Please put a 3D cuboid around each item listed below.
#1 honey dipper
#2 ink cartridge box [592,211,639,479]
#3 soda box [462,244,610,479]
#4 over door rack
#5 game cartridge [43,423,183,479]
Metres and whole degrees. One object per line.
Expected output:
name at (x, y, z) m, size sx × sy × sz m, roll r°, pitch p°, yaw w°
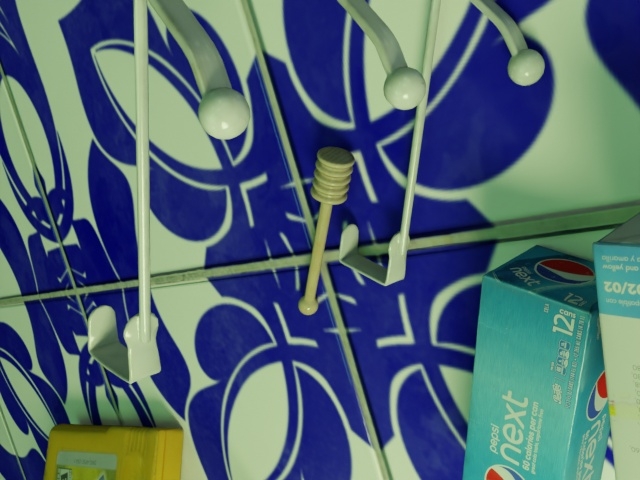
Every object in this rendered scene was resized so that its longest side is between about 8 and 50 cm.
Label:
honey dipper at (0.000, 0.000, 0.605) m, size 0.030 × 0.030 × 0.160 m, roll 34°, pitch 130°, yaw 32°
ink cartridge box at (0.196, 0.074, 0.375) m, size 0.062 × 0.104 × 0.181 m, roll 3°, pitch 108°, yaw 46°
soda box at (0.143, 0.115, 0.477) m, size 0.071 × 0.067 × 0.210 m, roll 21°, pitch 121°, yaw 40°
over door rack at (0.006, -0.065, 0.418) m, size 0.108 × 0.239 × 0.324 m, roll 41°, pitch 132°, yaw 34°
game cartridge at (-0.291, 0.388, 0.965) m, size 0.324 × 0.053 × 0.285 m, roll -16°, pitch 67°, yaw 48°
